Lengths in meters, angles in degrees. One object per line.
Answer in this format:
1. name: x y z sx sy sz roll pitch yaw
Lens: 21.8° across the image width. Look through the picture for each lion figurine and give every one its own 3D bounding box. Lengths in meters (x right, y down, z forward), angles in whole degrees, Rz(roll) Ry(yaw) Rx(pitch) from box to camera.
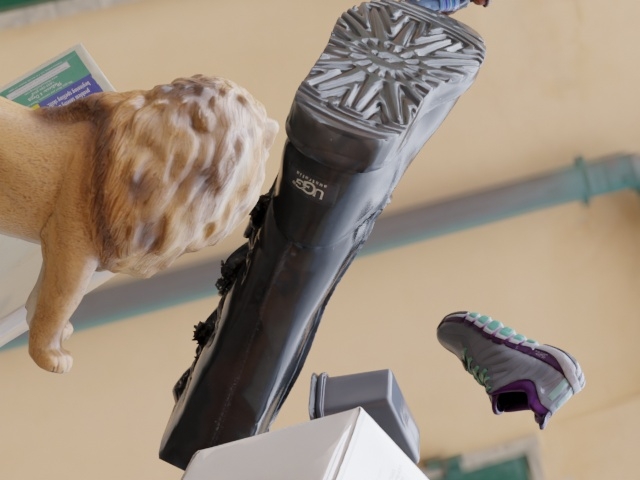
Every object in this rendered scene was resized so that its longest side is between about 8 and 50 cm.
1. lion figurine: -0.245 -0.058 1.243 0.142 0.392 0.240 -106 -144 -75

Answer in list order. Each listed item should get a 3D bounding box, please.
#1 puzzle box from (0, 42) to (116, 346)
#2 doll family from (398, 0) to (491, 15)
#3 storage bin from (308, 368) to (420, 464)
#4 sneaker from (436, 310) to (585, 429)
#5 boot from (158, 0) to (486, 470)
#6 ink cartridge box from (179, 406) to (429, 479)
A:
1. puzzle box: -0.365 -0.018 1.806 0.272 0.409 0.052 53 -11 30
2. doll family: 0.149 -0.295 1.858 0.193 0.111 0.076 157 -84 -79
3. storage bin: 0.054 0.201 1.856 0.098 0.091 0.135 -85 156 -52
4. sneaker: 0.209 0.156 2.021 0.223 0.098 0.083 18 -33 45
5. boot: -0.001 0.001 1.715 0.146 0.367 0.445 28 -57 13
6. ink cartridge box: 0.020 0.221 1.084 0.218 0.158 0.092 47 44 -26
